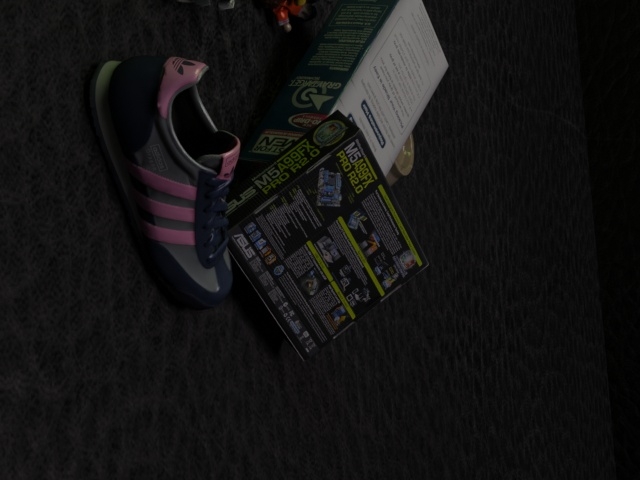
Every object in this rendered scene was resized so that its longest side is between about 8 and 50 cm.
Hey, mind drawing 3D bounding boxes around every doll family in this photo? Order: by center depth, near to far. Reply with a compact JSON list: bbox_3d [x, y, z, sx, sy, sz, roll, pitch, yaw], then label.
[{"bbox_3d":[-0.023,-0.418,1.765,0.163,0.118,0.263,-3,88,-66],"label":"doll family"}]

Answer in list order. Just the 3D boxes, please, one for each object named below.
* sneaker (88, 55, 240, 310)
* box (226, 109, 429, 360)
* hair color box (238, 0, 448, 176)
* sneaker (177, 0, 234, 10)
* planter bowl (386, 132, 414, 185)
[{"bbox_3d":[-0.138,-0.055,1.424,0.112,0.131,0.319,-66,143,-48],"label":"sneaker"},{"bbox_3d":[0.000,0.000,1.649,0.216,0.060,0.270,-39,135,-7],"label":"box"},{"bbox_3d":[0.039,-0.179,1.772,0.347,0.105,0.174,-60,141,-28],"label":"hair color box"},{"bbox_3d":[-0.148,-0.352,1.503,0.235,0.094,0.153,58,26,-63],"label":"sneaker"},{"bbox_3d":[0.074,-0.138,1.939,0.162,0.109,0.162,-5,90,-65],"label":"planter bowl"}]
